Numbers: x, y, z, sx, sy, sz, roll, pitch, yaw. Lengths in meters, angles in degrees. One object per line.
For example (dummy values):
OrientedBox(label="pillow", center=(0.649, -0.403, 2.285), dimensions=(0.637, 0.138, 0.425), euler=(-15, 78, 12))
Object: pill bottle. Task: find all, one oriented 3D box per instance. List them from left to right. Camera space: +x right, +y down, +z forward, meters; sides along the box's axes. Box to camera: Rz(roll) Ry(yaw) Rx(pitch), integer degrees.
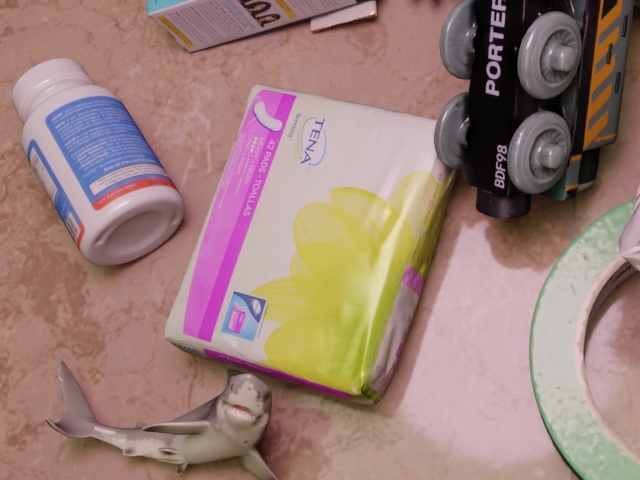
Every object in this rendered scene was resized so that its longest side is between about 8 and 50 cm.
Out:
OrientedBox(label="pill bottle", center=(-0.252, -0.092, 1.145), dimensions=(0.124, 0.124, 0.221), euler=(-34, 69, 3))

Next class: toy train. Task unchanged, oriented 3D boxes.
OrientedBox(label="toy train", center=(0.212, -0.186, 0.966), dimensions=(0.142, 0.190, 0.334), euler=(24, 121, 48))

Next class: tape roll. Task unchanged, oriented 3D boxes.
OrientedBox(label="tape roll", center=(0.355, 0.109, 0.952), dimensions=(0.321, 0.077, 0.321), euler=(-4, 72, 13))

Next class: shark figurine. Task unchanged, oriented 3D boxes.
OrientedBox(label="shark figurine", center=(-0.136, 0.174, 1.067), dimensions=(0.278, 0.166, 0.116), euler=(-10, 45, 30))

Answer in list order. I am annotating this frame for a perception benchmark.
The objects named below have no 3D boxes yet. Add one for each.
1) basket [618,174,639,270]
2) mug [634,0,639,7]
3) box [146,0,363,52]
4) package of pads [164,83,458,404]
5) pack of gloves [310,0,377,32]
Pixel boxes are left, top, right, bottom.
OrientedBox(label="basket", center=(0.454, -0.104, 0.781), dimensions=(0.331, 0.328, 0.266), euler=(23, 49, 2))
OrientedBox(label="mug", center=(0.315, -0.305, 1.056), dimensions=(0.158, 0.129, 0.097), euler=(43, 115, 21))
OrientedBox(label="box", center=(-0.063, -0.285, 1.150), dimensions=(0.244, 0.100, 0.060), euler=(-13, 70, 19))
OrientedBox(label="package of pads", center=(0.000, 0.000, 1.063), dimensions=(0.229, 0.101, 0.297), euler=(14, 78, 19))
OrientedBox(label="pack of gloves", center=(0.080, -0.358, 1.191), dimensions=(0.195, 0.046, 0.232), euler=(-11, 71, 26))
